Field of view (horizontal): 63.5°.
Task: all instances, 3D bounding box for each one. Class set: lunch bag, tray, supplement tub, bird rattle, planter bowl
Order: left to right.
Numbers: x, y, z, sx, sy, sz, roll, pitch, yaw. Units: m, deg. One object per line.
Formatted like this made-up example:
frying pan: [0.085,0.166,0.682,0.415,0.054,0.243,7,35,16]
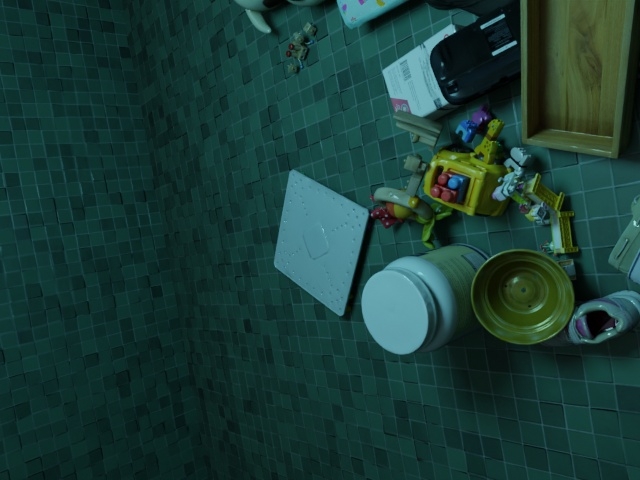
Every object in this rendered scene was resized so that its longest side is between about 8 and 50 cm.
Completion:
lunch bag: [0.148,-0.726,1.387,0.223,0.160,0.263,-4,90,47]
bird rattle: [0.230,-0.098,1.412,0.253,0.207,0.143,30,87,37]
supplement tub: [0.284,0.143,1.297,0.235,0.324,0.236,12,107,46]
planter bowl: [0.463,0.121,1.188,0.217,0.090,0.218,3,98,25]
tray: [0.500,-0.372,1.000,0.202,0.076,0.411,22,140,42]

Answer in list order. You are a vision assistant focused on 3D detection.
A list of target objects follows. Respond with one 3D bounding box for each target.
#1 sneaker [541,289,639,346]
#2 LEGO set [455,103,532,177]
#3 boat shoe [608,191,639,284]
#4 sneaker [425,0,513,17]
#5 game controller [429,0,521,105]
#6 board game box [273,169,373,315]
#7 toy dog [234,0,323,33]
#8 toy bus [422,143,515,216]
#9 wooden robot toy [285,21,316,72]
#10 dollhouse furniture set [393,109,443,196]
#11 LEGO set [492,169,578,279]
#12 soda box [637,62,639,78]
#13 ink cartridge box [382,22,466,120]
sneaker: [0.575,0.180,1.143,0.252,0.111,0.103,-35,73,46]
LEGO set: [0.402,-0.252,1.212,0.227,0.086,0.093,62,144,39]
boat shoe: [0.655,-0.053,1.010,0.094,0.109,0.303,35,125,40]
sneaker: [0.335,-0.595,1.228,0.286,0.130,0.109,23,113,42]
game controller: [0.407,-0.436,1.156,0.319,0.067,0.167,-23,70,22]
board game box: [0.000,0.000,1.788,0.389,0.050,0.390,33,121,39]
toy dog: [-0.132,-0.838,1.585,0.407,0.284,0.396,28,121,39]
toy bus: [0.329,-0.144,1.273,0.220,0.211,0.150,31,122,42]
wooden robot toy: [-0.082,-0.652,1.726,0.079,0.076,0.173,59,136,36]
dollhouse furniture set: [0.217,-0.223,1.309,0.123,0.144,0.151,22,125,10]
LEGO set: [0.497,-0.041,1.192,0.287,0.132,0.107,52,158,-13]
soda box: [0.660,-0.340,0.974,0.168,0.060,0.054,5,105,47]
ink cartridge box: [0.295,-0.414,1.331,0.237,0.100,0.172,-21,84,48]
